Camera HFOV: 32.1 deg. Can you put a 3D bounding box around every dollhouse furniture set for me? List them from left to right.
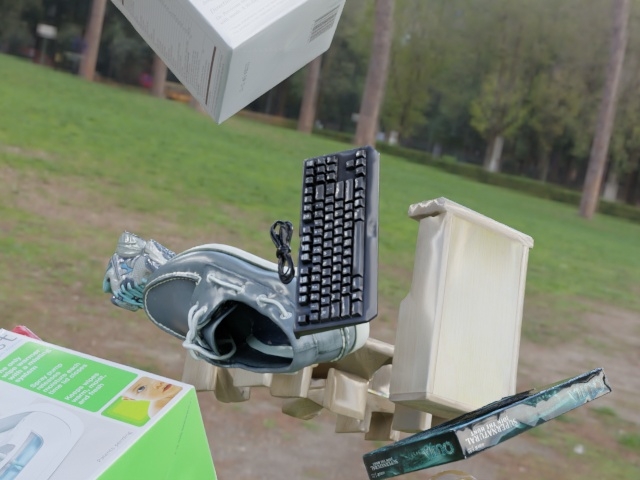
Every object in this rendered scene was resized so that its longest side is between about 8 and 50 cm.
[{"bbox_3d":[0.076,0.117,1.536,0.362,0.256,0.394,22,-21,-35],"label":"dollhouse furniture set"}]

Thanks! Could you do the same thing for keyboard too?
[{"bbox_3d":[0.000,0.000,0.989,0.108,0.180,0.023,-14,-36,26],"label":"keyboard"}]

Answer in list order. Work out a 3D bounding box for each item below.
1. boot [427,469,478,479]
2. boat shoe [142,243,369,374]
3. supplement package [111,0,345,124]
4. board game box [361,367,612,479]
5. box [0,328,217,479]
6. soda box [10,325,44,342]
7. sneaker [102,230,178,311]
[{"bbox_3d":[0.092,0.405,1.256,0.095,0.203,0.262,27,52,34],"label":"boot"},{"bbox_3d":[-0.098,0.078,1.169,0.319,0.116,0.099,6,25,43],"label":"boat shoe"},{"bbox_3d":[-0.107,-0.249,0.942,0.244,0.134,0.139,49,-21,8],"label":"supplement package"},{"bbox_3d":[0.142,0.157,0.947,0.186,0.026,0.126,-14,-10,-38],"label":"board game box"},{"bbox_3d":[-0.255,0.210,0.890,0.231,0.126,0.262,13,36,31],"label":"box"},{"bbox_3d":[-0.414,0.222,1.301,0.092,0.083,0.263,29,60,36],"label":"soda box"},{"bbox_3d":[-0.287,0.070,1.868,0.110,0.122,0.283,34,-11,-24],"label":"sneaker"}]
